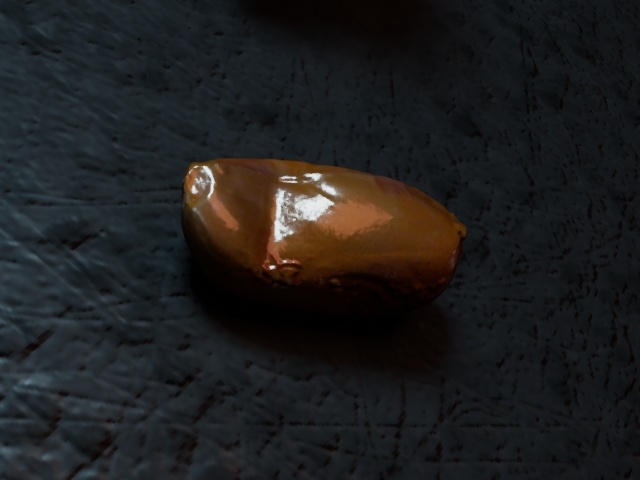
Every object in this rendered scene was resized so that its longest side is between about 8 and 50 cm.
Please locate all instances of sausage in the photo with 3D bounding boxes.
[{"bbox_3d":[0.000,0.000,0.611,0.179,0.089,0.089,12,47,-23],"label":"sausage"}]
